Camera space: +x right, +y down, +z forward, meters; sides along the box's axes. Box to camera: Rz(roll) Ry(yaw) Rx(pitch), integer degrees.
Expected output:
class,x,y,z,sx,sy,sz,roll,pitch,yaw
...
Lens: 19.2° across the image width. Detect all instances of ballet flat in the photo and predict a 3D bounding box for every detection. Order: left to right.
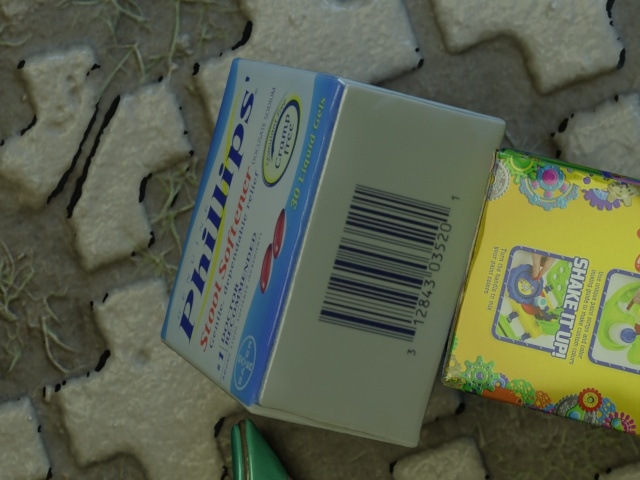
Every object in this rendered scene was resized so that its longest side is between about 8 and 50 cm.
class,x,y,z,sx,sy,sz,roll,pitch,yaw
ballet flat,-0.037,0.281,1.679,0.087,0.083,0.247,0,88,-5

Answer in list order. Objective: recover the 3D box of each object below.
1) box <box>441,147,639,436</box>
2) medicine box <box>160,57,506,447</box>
class,x,y,z,sx,sy,sz,roll,pitch,yaw
box,0.254,0.047,1.438,0.279,0.290,0.177,13,93,8
medicine box,0.000,0.000,1.548,0.149,0.289,0.263,14,93,-21
